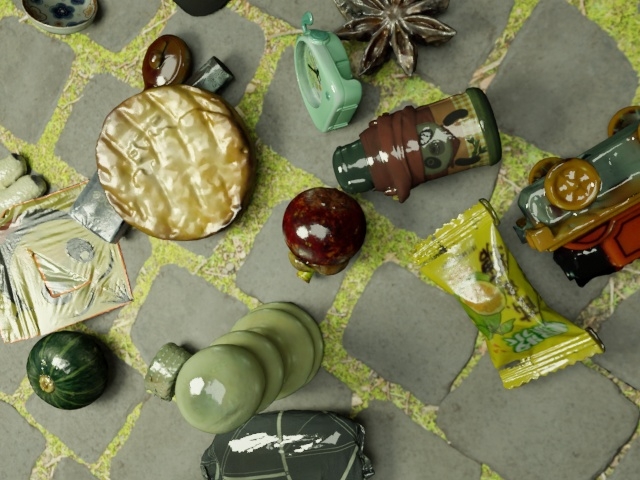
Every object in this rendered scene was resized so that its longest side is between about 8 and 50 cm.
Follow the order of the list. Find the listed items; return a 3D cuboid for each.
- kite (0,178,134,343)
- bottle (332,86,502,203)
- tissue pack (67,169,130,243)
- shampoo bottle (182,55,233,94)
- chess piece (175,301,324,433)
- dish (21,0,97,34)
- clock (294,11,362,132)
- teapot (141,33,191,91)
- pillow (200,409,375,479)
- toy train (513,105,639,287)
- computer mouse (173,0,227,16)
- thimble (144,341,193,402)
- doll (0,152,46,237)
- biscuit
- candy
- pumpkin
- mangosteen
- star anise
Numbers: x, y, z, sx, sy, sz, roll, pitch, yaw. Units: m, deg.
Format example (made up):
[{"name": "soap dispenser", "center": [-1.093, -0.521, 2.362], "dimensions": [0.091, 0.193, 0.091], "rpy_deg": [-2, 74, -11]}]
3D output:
[{"name": "kite", "center": [-0.530, 0.049, 1.180], "dimensions": [0.327, 0.013, 0.378], "rpy_deg": [29, 81, -2]}, {"name": "bottle", "center": [0.155, -0.146, 0.961], "dimensions": [0.271, 0.143, 0.156], "rpy_deg": [-17, 61, 13]}, {"name": "tissue pack", "center": [-0.417, -0.084, 1.160], "dimensions": [0.112, 0.051, 0.156], "rpy_deg": [34, 91, 9]}, {"name": "shampoo bottle", "center": [-0.260, -0.267, 1.119], "dimensions": [0.207, 0.057, 0.063], "rpy_deg": [-38, 110, 14]}, {"name": "chess piece", "center": [-0.121, 0.210, 0.948], "dimensions": [0.182, 0.330, 0.183], "rpy_deg": [1, 93, 15]}, {"name": "dish", "center": [-0.533, -0.462, 1.188], "dimensions": [0.141, 0.078, 0.141], "rpy_deg": [7, 61, -13]}, {"name": "clock", "center": [0.004, -0.295, 1.002], "dimensions": [0.060, 0.148, 0.189], "rpy_deg": [-19, 82, -15]}, {"name": "teapot", "center": [-0.307, -0.339, 1.119], "dimensions": [0.098, 0.078, 0.129], "rpy_deg": [28, 99, 14]}, {"name": "pillow", "center": [-0.070, 0.397, 1.060], "dimensions": [0.334, 0.092, 0.162], "rpy_deg": [-10, 92, 17]}, {"name": "toy train", "center": [0.481, -0.073, 0.864], "dimensions": [0.369, 0.163, 0.232], "rpy_deg": [-32, 91, 14]}, {"name": "computer mouse", "center": [-0.272, -0.564, 1.095], "dimensions": [0.170, 0.100, 0.269], "rpy_deg": [-43, 80, 10]}, {"name": "thimble", "center": [-0.297, 0.258, 1.124], "dimensions": [0.062, 0.084, 0.110], "rpy_deg": [28, 96, 13]}, {"name": "doll", "center": [-0.713, -0.054, 1.234], "dimensions": [0.278, 0.149, 0.175], "rpy_deg": [-42, 47, -5]}, {"name": "biscuit", "center": [-0.264, -0.143, 1.079], "dimensions": [0.296, 0.102, 0.297], "rpy_deg": [0, 103, -1]}, {"name": "candy", "center": [0.291, 0.092, 0.936], "dimensions": [0.187, 0.081, 0.297], "rpy_deg": [-39, 82, 39]}, {"name": "pumpkin", "center": [-0.509, 0.261, 1.165], "dimensions": [0.167, 0.125, 0.167], "rpy_deg": [9, 106, 32]}, {"name": "mangosteen", "center": [0.010, -0.005, 1.011], "dimensions": [0.145, 0.156, 0.182], "rpy_deg": [-11, 129, 0]}, {"name": "star anise", "center": [0.114, -0.388, 0.997], "dimensions": [0.262, 0.081, 0.230], "rpy_deg": [31, 97, 15]}]
